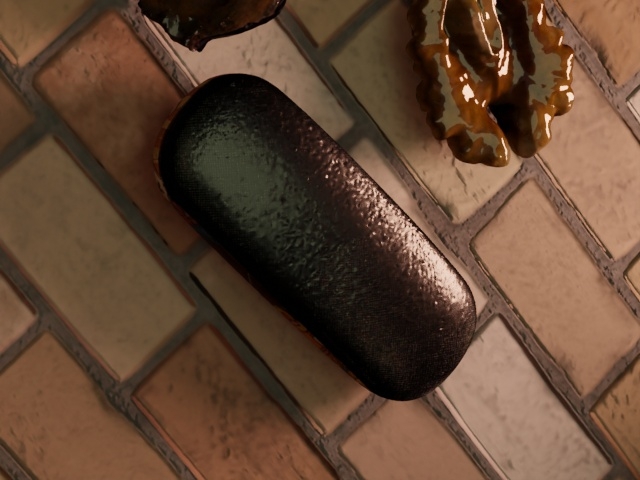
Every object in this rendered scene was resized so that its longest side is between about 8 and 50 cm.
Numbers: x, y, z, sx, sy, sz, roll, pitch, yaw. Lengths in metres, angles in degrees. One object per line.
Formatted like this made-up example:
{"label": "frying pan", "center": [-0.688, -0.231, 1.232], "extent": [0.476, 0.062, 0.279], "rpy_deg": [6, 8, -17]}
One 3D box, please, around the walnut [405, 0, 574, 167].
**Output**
{"label": "walnut", "center": [0.135, -0.146, 1.640], "extent": [0.143, 0.069, 0.170], "rpy_deg": [-20, 102, -22]}

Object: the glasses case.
{"label": "glasses case", "center": [0.000, 0.000, 1.580], "extent": [0.321, 0.082, 0.122], "rpy_deg": [45, 77, -24]}

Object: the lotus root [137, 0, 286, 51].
{"label": "lotus root", "center": [-0.048, -0.299, 1.482], "extent": [0.167, 0.078, 0.329], "rpy_deg": [27, 98, 9]}
